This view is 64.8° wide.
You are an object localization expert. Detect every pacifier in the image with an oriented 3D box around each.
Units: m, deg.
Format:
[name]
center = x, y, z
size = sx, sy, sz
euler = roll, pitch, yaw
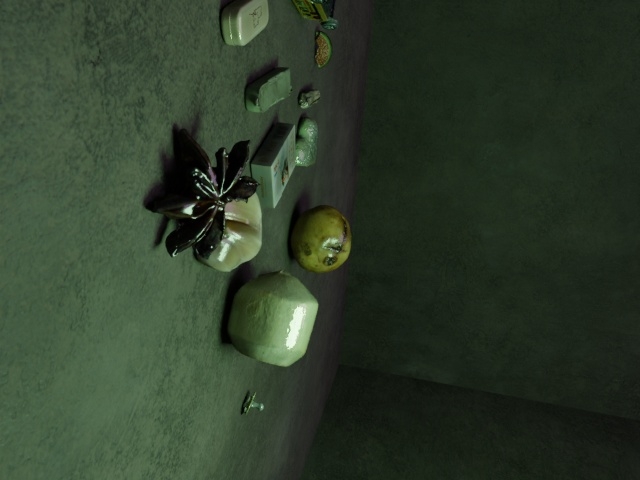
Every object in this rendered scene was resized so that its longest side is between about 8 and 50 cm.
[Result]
[pacifier]
center = -0.216, 0.536, 1.633
size = 0.083, 0.064, 0.068
euler = -67, 179, -53

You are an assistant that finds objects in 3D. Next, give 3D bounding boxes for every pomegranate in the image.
[pomegranate]
center = 0.000, 0.000, 1.931
size = 0.260, 0.260, 0.261
euler = 8, 90, -79

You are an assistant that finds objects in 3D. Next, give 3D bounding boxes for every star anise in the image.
[star anise]
center = -0.224, -0.086, 0.991
size = 0.212, 0.129, 0.283
euler = 62, 45, -62

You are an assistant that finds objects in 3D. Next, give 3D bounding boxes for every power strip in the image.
[power strip]
center = -0.139, -0.408, 1.372
size = 0.286, 0.048, 0.080
euler = -64, 157, -58

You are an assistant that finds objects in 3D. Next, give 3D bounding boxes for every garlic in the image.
[garlic]
center = -0.197, -0.031, 1.204
size = 0.228, 0.110, 0.218
euler = 33, 62, -78

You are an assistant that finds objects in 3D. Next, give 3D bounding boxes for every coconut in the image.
[coconut]
center = -0.127, 0.206, 1.397
size = 0.245, 0.244, 0.248
euler = 50, 57, -76

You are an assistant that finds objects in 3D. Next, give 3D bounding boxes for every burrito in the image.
[burrito]
center = -0.041, -0.513, 1.823
size = 0.058, 0.044, 0.188
euler = 68, 22, -15

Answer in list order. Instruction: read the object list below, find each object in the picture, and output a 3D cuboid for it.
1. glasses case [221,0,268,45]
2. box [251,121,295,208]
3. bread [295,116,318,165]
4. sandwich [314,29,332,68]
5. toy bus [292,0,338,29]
[glasses case]
center = -0.168, -0.504, 1.141
size = 0.196, 0.050, 0.083
euler = -69, 161, -48
[box]
center = -0.134, -0.225, 1.485
size = 0.233, 0.066, 0.150
euler = -70, 164, -45
[bread]
center = -0.053, -0.336, 1.838
size = 0.173, 0.064, 0.232
euler = 79, 23, -55
[sandwich]
center = 0.012, -0.712, 1.884
size = 0.029, 0.067, 0.135
euler = -74, 168, -54
[toy bus]
center = -0.023, -0.753, 1.521
size = 0.335, 0.122, 0.121
euler = -13, 109, -79
